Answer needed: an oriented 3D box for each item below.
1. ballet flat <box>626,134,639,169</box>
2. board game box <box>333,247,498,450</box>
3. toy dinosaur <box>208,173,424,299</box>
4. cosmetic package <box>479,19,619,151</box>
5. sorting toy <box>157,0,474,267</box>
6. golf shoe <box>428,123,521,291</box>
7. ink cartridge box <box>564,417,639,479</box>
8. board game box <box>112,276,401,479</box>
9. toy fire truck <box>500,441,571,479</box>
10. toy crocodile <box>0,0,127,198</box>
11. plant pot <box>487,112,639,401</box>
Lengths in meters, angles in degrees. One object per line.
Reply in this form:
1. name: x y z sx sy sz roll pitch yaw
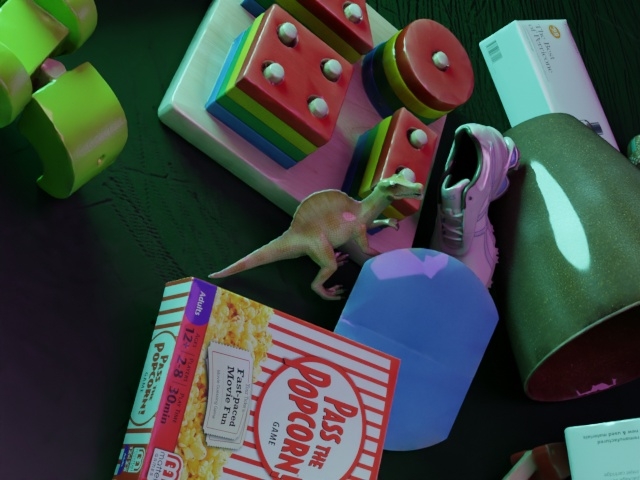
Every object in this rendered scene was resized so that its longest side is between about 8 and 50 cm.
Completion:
1. ballet flat: 0.444 -0.075 1.306 0.206 0.073 0.067 27 40 -33
2. board game box: 0.067 0.088 0.904 0.133 0.033 0.168 25 86 -19
3. toy dinosaur: 0.000 0.000 0.884 0.053 0.183 0.092 -117 -179 -49
4. cosmetic package: 0.264 -0.122 1.177 0.099 0.060 0.239 -12 78 -44
5. sorting toy: 0.022 -0.142 0.959 0.257 0.089 0.255 36 51 -22
6. golf shoe: 0.121 -0.021 0.967 0.086 0.069 0.176 21 79 -56
7. ink cartridge box: 0.292 0.269 0.946 0.160 0.093 0.219 19 61 -60
8. board game box: -0.040 0.128 0.790 0.193 0.045 0.146 24 69 -30
9. toy fire truck: 0.170 0.259 0.923 0.192 0.047 0.135 -13 79 -43
10. toy crocodile: -0.269 -0.165 0.726 0.340 0.105 0.115 39 50 -14
11. plant pot: 0.246 0.001 1.024 0.215 0.215 0.230 4 53 -39
